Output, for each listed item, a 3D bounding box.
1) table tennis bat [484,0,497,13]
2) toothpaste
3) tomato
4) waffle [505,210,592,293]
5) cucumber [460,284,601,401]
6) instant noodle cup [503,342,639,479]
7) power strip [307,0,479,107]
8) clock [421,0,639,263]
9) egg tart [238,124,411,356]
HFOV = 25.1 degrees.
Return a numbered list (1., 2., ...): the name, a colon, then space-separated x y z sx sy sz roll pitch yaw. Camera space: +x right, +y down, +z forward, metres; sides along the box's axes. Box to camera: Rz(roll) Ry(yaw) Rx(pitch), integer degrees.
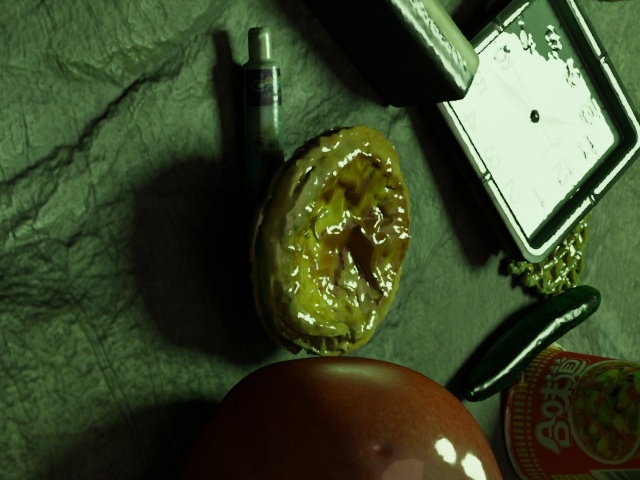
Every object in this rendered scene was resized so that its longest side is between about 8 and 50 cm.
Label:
1. table tennis bat: 0.249 -0.293 1.770 0.153 0.040 0.244 1 93 -47
2. toothpaste: -0.055 -0.101 1.416 0.062 0.037 0.216 -13 105 -48
3. tomato: 0.019 0.275 1.309 0.341 0.273 0.341 1 88 -49
4. waffle: 0.285 -0.024 1.800 0.169 0.036 0.183 14 78 -46
5. cucumber: 0.252 0.119 1.738 0.284 0.056 0.056 -31 112 -39
6. instant noodle cup: 0.358 0.215 1.743 0.193 0.212 0.193 2 87 -48
7. power strip: 0.060 -0.244 1.496 0.256 0.105 0.070 46 55 -38
8. clock: 0.254 -0.151 1.721 0.273 0.049 0.278 -43 114 -28
9. egg tart: 0.000 0.000 1.408 0.241 0.106 0.241 -20 116 -49
